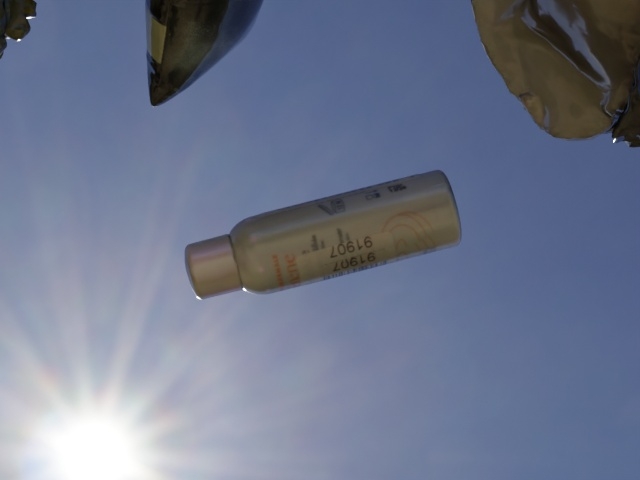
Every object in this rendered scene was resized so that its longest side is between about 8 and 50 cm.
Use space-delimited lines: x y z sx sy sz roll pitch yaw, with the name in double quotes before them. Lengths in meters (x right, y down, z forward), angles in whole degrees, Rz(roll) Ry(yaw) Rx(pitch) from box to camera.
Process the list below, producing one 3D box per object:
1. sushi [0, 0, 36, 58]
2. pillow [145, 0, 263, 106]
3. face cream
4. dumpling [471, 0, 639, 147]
"sushi" -0.421 -0.305 1.371 0.240 0.351 0.397 2 -93 12
"pillow" -0.109 -0.267 1.485 0.106 0.186 0.250 25 -43 16
"face cream" 0.000 0.000 1.469 0.269 0.082 0.082 -15 -53 -3
"dumpling" 0.187 -0.197 0.902 0.204 0.163 0.293 37 -63 2
